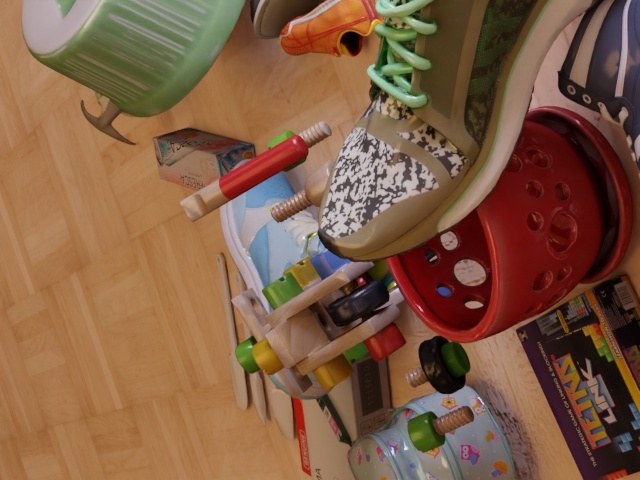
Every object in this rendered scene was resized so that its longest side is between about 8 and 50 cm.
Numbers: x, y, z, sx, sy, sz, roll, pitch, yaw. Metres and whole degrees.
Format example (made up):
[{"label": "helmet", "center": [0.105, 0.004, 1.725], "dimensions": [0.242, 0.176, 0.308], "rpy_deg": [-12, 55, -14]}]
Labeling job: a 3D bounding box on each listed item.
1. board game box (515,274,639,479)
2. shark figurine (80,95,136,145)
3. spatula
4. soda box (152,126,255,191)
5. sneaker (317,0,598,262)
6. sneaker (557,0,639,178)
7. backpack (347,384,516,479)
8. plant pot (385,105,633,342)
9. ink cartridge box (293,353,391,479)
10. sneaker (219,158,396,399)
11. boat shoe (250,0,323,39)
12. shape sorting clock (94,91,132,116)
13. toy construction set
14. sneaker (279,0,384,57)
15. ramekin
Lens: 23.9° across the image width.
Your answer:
[{"label": "board game box", "center": [0.266, 0.134, 1.406], "dimensions": [0.170, 0.048, 0.141], "rpy_deg": [66, 150, 10]}, {"label": "shark figurine", "center": [-0.229, -0.229, 1.991], "dimensions": [0.166, 0.116, 0.278], "rpy_deg": [-114, 40, -60]}, {"label": "spatula", "center": [-0.092, 0.145, 2.071], "dimensions": [0.168, 0.019, 0.242], "rpy_deg": [28, 129, 59]}, {"label": "soda box", "center": [-0.151, -0.103, 1.983], "dimensions": [0.183, 0.058, 0.063], "rpy_deg": [18, 122, 55]}, {"label": "sneaker", "center": [0.089, -0.179, 1.194], "dimensions": [0.158, 0.182, 0.410], "rpy_deg": [35, 96, 51]}, {"label": "sneaker", "center": [0.275, -0.071, 1.212], "dimensions": [0.153, 0.099, 0.282], "rpy_deg": [10, 108, 53]}, {"label": "backpack", "center": [0.123, 0.249, 1.627], "dimensions": [0.165, 0.144, 0.188], "rpy_deg": [67, 149, 20]}, {"label": "plant pot", "center": [0.166, -0.022, 1.355], "dimensions": [0.191, 0.174, 0.191], "rpy_deg": [36, 136, 46]}, {"label": "ink cartridge box", "center": [0.005, 0.225, 1.904], "dimensions": [0.239, 0.060, 0.275], "rpy_deg": [23, 126, 53]}, {"label": "sneaker", "center": [0.000, 0.000, 1.739], "dimensions": [0.208, 0.127, 0.319], "rpy_deg": [-45, 54, 40]}, {"label": "boat shoe", "center": [-0.025, -0.310, 1.625], "dimensions": [0.068, 0.081, 0.227], "rpy_deg": [62, 143, 23]}, {"label": "shape sorting clock", "center": [-0.291, -0.274, 2.143], "dimensions": [0.206, 0.040, 0.206], "rpy_deg": [31, 131, 43]}, {"label": "toy construction set", "center": [-0.026, 0.052, 1.490], "dimensions": [0.237, 0.257, 0.309], "rpy_deg": [-28, 118, 23]}, {"label": "sneaker", "center": [0.007, -0.222, 1.636], "dimensions": [0.067, 0.064, 0.175], "rpy_deg": [63, 155, -6]}, {"label": "ramekin", "center": [-0.217, -0.306, 1.735], "dimensions": [0.303, 0.148, 0.303], "rpy_deg": [-31, 48, 43]}]
